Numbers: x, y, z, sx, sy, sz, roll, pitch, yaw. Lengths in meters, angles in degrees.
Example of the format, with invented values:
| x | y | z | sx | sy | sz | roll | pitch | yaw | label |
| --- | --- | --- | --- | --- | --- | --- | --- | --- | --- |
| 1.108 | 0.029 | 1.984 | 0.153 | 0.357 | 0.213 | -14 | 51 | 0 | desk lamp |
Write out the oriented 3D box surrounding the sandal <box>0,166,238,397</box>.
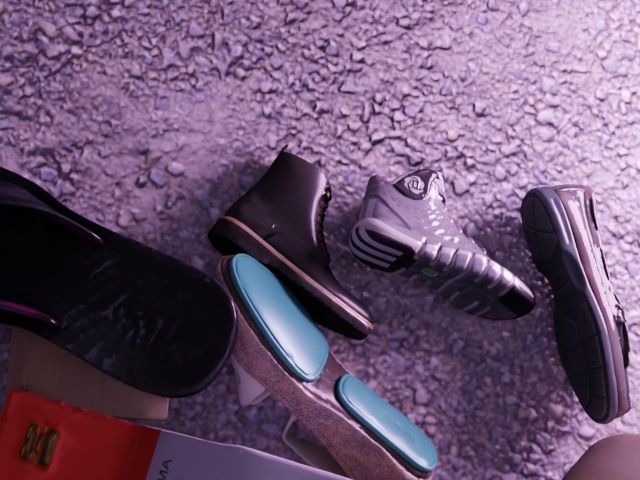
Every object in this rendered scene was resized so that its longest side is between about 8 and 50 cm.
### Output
| x | y | z | sx | sy | sz | roll | pitch | yaw | label |
| --- | --- | --- | --- | --- | --- | --- | --- | --- | --- |
| -0.291 | 0.015 | 1.411 | 0.446 | 0.107 | 0.167 | 18 | 79 | 7 | sandal |

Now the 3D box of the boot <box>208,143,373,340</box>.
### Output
| x | y | z | sx | sy | sz | roll | pitch | yaw | label |
| --- | --- | --- | --- | --- | --- | --- | --- | --- | --- |
| 0.000 | 0.000 | 1.556 | 0.198 | 0.077 | 0.137 | 38 | 68 | -6 | boot |

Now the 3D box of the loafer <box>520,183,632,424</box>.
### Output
| x | y | z | sx | sy | sz | roll | pitch | yaw | label |
| --- | --- | --- | --- | --- | --- | --- | --- | --- | --- |
| 0.300 | 0.062 | 1.609 | 0.084 | 0.096 | 0.267 | -13 | 81 | -22 | loafer |

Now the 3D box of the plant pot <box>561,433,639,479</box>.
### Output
| x | y | z | sx | sy | sz | roll | pitch | yaw | label |
| --- | --- | --- | --- | --- | --- | --- | --- | --- | --- |
| 0.307 | 0.358 | 1.466 | 0.323 | 0.323 | 0.280 | 32 | 57 | -6 | plant pot |

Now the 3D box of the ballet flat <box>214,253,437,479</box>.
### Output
| x | y | z | sx | sy | sz | roll | pitch | yaw | label |
| --- | --- | --- | --- | --- | --- | --- | --- | --- | --- |
| -0.020 | 0.156 | 1.503 | 0.106 | 0.107 | 0.316 | -41 | 94 | 27 | ballet flat |

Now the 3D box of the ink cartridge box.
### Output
| x | y | z | sx | sy | sz | roll | pitch | yaw | label |
| --- | --- | --- | --- | --- | --- | --- | --- | --- | --- |
| -0.160 | 0.325 | 1.352 | 0.385 | 0.091 | 0.308 | 16 | 78 | 4 | ink cartridge box |

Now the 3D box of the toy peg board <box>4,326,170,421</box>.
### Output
| x | y | z | sx | sy | sz | roll | pitch | yaw | label |
| --- | --- | --- | --- | --- | --- | --- | --- | --- | --- |
| -0.223 | 0.099 | 1.487 | 0.161 | 0.079 | 0.161 | 3 | 78 | 3 | toy peg board |

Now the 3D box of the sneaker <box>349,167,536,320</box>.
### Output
| x | y | z | sx | sy | sz | roll | pitch | yaw | label |
| --- | --- | --- | --- | --- | --- | --- | --- | --- | --- |
| 0.142 | -0.010 | 1.589 | 0.229 | 0.086 | 0.132 | 26 | 54 | -23 | sneaker |
